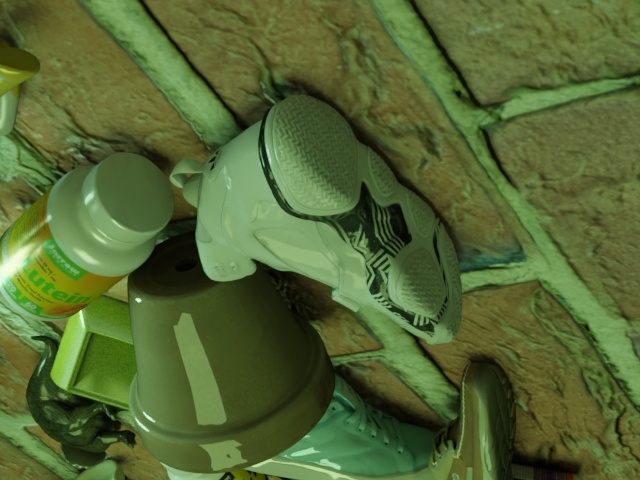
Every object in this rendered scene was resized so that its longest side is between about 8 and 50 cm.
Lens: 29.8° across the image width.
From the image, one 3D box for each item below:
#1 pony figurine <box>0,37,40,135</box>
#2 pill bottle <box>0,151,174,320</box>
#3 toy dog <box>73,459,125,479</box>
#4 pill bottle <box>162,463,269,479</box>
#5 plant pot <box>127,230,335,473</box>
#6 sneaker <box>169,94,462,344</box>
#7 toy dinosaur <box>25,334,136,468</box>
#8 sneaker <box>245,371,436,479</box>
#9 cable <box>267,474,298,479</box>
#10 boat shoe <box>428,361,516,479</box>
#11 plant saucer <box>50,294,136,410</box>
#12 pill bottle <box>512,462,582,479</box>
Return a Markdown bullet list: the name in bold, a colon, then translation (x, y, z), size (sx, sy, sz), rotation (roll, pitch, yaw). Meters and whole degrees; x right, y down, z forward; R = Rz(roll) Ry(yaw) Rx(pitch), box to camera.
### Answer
- **pony figurine**: translation (-0.490, -0.107, 1.273), size (0.351, 0.302, 0.363), rotation (15, 131, -18)
- **pill bottle**: translation (-0.278, -0.007, 1.421), size (0.136, 0.136, 0.246), rotation (31, 141, -24)
- **toy dog**: translation (-0.329, 0.634, 2.210), size (0.408, 0.284, 0.395), rotation (32, 141, -29)
- **pill bottle**: translation (-0.173, 0.366, 1.922), size (0.119, 0.119, 0.208), rotation (-6, 141, 24)
- **plant pot**: translation (-0.132, 0.119, 1.488), size (0.263, 0.263, 0.229), rotation (-2, 125, 19)
- **sneaker**: translation (0.000, 0.000, 1.354), size (0.210, 0.137, 0.366), rotation (-17, 131, 35)
- **toy dinosaur**: translation (-0.379, 0.266, 1.848), size (0.160, 0.121, 0.313), rotation (-18, 141, 17)
- **sneaker**: translation (0.030, 0.263, 1.717), size (0.366, 0.135, 0.150), rotation (9, 118, -20)
- **cable**: translation (-0.069, 0.307, 1.794), size (0.185, 0.150, 0.047), rotation (19, 114, -2)
- **boat shoe**: translation (0.206, 0.310, 1.681), size (0.116, 0.123, 0.324), rotation (7, 121, 22)
- **plant saucer**: translation (-0.279, 0.175, 1.707), size (0.188, 0.045, 0.188), rotation (19, 127, -9)
- **pill bottle**: translation (0.293, 0.394, 1.828), size (0.194, 0.108, 0.108), rotation (8, 145, 6)
